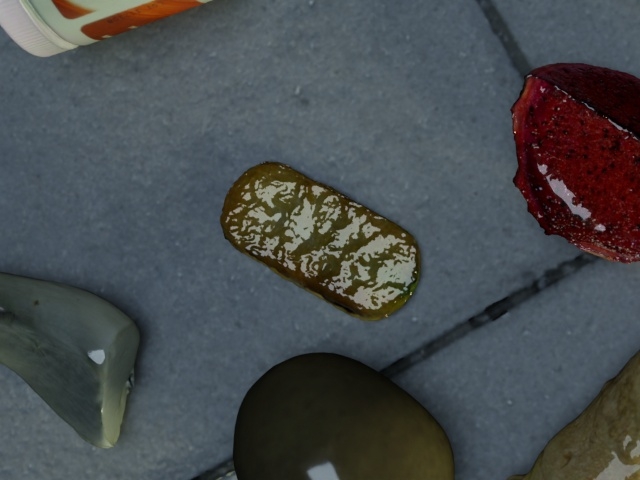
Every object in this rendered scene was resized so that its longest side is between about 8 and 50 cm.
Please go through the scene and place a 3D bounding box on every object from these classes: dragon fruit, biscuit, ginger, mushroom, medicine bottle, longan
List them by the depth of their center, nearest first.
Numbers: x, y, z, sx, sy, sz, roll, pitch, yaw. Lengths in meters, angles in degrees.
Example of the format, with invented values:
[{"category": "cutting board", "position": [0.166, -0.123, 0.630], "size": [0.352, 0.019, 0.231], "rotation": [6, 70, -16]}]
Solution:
[{"category": "dragon fruit", "position": [0.328, -0.081, 1.598], "size": [0.261, 0.163, 0.189], "rotation": [34, 63, 16]}, {"category": "ginger", "position": [0.310, 0.253, 1.607], "size": [0.190, 0.126, 0.354], "rotation": [33, 94, 23]}, {"category": "longan", "position": [0.019, 0.231, 1.635], "size": [0.215, 0.246, 0.246], "rotation": [-36, 81, 24]}, {"category": "medicine bottle", "position": [-0.245, -0.357, 1.686], "size": [0.240, 0.252, 0.253], "rotation": [-18, 85, 14]}, {"category": "biscuit", "position": [0.000, 0.000, 1.734], "size": [0.247, 0.029, 0.118], "rotation": [29, 90, 13]}, {"category": "mushroom", "position": [-0.359, 0.105, 1.777], "size": [0.328, 0.122, 0.159], "rotation": [24, 86, 14]}]
